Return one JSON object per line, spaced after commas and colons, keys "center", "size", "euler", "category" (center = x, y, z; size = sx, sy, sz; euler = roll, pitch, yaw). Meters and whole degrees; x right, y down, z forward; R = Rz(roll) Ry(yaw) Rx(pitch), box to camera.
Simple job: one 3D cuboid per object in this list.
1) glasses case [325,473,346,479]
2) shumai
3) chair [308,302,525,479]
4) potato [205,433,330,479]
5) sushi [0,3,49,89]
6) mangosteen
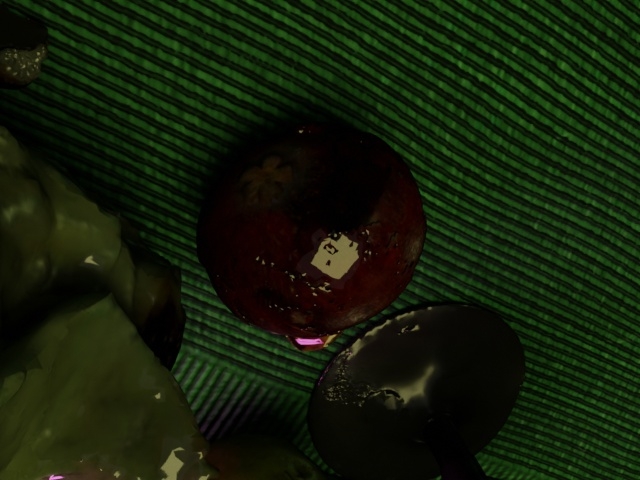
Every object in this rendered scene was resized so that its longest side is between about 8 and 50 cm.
{"center": [0.055, 0.287, 0.912], "size": [0.184, 0.078, 0.039], "euler": [25, 110, -29], "category": "glasses case"}
{"center": [-0.243, 0.062, 0.566], "size": [0.348, 0.395, 0.395], "euler": [7, 119, -45], "category": "shumai"}
{"center": [0.149, 0.247, 0.724], "size": [0.227, 0.401, 0.226], "euler": [-8, 121, -14], "category": "chair"}
{"center": [-0.095, 0.279, 0.795], "size": [0.148, 0.186, 0.253], "euler": [24, 107, -45], "category": "potato"}
{"center": [-0.222, -0.126, 0.601], "size": [0.083, 0.044, 0.046], "euler": [8, 139, -20], "category": "sushi"}
{"center": [0.000, 0.000, 0.683], "size": [0.166, 0.166, 0.180], "euler": [-31, 150, 2], "category": "mangosteen"}
